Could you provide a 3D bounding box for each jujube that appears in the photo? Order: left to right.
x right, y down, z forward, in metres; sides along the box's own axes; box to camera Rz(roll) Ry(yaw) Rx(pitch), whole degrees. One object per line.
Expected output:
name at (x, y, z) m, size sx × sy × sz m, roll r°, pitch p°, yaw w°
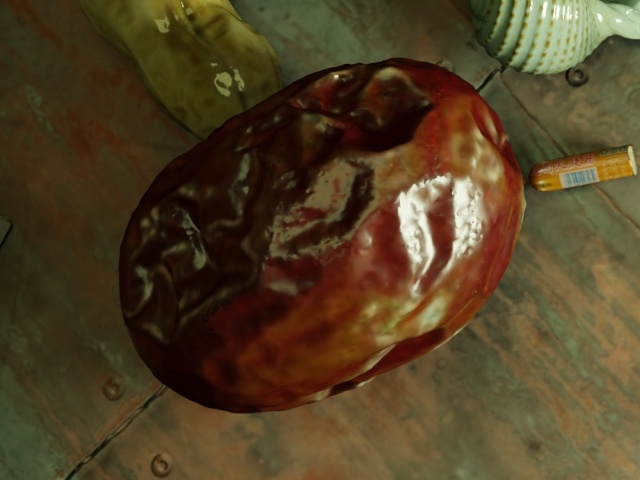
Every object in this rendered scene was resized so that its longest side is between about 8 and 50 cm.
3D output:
jujube at (0.001, 0.001, 1.626) m, size 0.377 × 0.276 × 0.276 m, roll -29°, pitch 71°, yaw 23°

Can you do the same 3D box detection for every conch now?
conch at (0.220, -0.238, 1.670) m, size 0.131 × 0.200 × 0.172 m, roll 10°, pitch 92°, yaw 51°

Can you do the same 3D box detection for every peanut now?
peanut at (-0.139, -0.207, 1.765) m, size 0.147 × 0.147 × 0.305 m, roll -36°, pitch 72°, yaw 7°

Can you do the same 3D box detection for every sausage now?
sausage at (0.241, -0.066, 1.677) m, size 0.107 × 0.031 × 0.031 m, roll -10°, pitch 75°, yaw 15°

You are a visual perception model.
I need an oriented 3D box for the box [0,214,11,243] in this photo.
box at (-0.451, 0.017, 1.711) m, size 0.095 × 0.330 × 0.210 m, roll 27°, pitch 87°, yaw 21°
